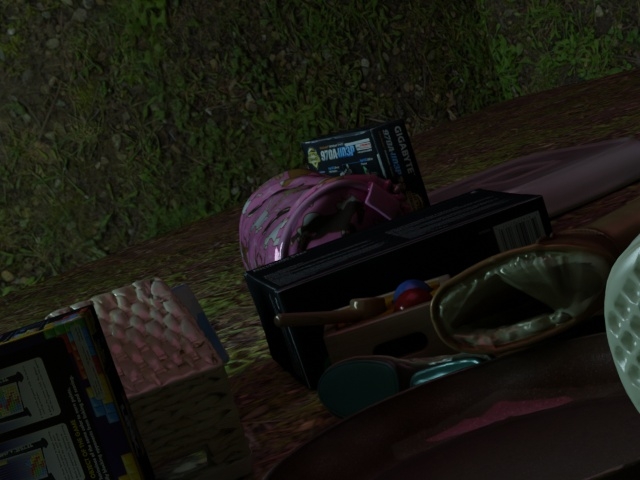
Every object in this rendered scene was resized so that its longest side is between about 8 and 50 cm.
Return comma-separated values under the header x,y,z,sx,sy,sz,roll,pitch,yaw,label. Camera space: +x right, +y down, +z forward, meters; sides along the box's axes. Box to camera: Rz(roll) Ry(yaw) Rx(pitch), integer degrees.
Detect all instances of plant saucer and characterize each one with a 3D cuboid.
x,y,z,sx,sy,sz,roll,pitch,yaw,label
0.114,0.124,0.880,0.311,0.050,0.310,-17,7,2,plant saucer

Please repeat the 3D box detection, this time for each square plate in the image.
x,y,z,sx,sy,sz,roll,pitch,yaw,label
0.264,-0.068,2.010,0.347,0.049,0.344,-22,8,-30,square plate

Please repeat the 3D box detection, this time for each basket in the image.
x,y,z,sx,sy,sz,roll,pitch,yaw,label
-0.136,0.114,1.137,0.113,0.103,0.167,-20,31,-17,basket

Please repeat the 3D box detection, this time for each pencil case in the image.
x,y,z,sx,sy,sz,roll,pitch,yaw,label
0.000,0.000,1.698,0.167,0.160,0.386,-6,4,-10,pencil case

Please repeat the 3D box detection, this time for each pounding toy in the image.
x,y,z,sx,sy,sz,roll,pitch,yaw,label
0.047,0.076,1.206,0.141,0.100,0.130,-18,7,4,pounding toy

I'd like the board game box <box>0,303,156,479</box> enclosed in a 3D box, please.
x,y,z,sx,sy,sz,roll,pitch,yaw,label
-0.190,0.145,0.986,0.141,0.170,0.048,-17,9,2,board game box

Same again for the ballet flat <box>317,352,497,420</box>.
x,y,z,sx,sy,sz,roll,pitch,yaw,label
0.074,0.112,1.111,0.168,0.057,0.052,-6,-10,40,ballet flat

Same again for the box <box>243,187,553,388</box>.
x,y,z,sx,sy,sz,roll,pitch,yaw,label
0.076,0.039,1.424,0.261,0.103,0.184,-20,10,-10,box

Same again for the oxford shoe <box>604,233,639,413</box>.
x,y,z,sx,sy,sz,roll,pitch,yaw,label
0.312,0.043,0.544,0.449,0.169,0.130,-1,20,44,oxford shoe

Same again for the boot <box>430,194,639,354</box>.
x,y,z,sx,sy,sz,roll,pitch,yaw,label
0.219,0.019,1.127,0.236,0.089,0.269,-26,-6,14,boot

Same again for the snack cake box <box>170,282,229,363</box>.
x,y,z,sx,sy,sz,roll,pitch,yaw,label
-0.231,0.139,1.339,0.264,0.089,0.152,-24,-7,-45,snack cake box

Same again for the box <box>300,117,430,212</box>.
x,y,z,sx,sy,sz,roll,pitch,yaw,label
0.062,-0.058,1.919,0.051,0.175,0.220,-21,7,-23,box
